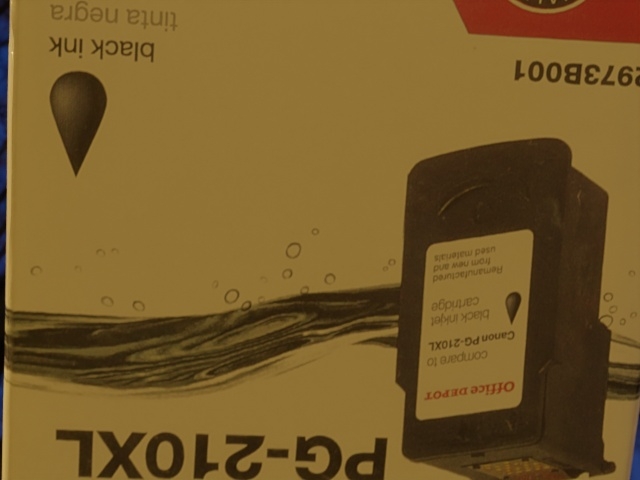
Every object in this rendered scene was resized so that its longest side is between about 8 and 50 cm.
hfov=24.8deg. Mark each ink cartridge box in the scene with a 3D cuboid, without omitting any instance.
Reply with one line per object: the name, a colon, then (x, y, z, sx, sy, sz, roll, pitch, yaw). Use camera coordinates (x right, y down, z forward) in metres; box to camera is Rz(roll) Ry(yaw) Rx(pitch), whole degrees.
ink cartridge box: (0.000, 0.000, 0.411, 0.172, 0.100, 0.237, 2, -76, -7)
